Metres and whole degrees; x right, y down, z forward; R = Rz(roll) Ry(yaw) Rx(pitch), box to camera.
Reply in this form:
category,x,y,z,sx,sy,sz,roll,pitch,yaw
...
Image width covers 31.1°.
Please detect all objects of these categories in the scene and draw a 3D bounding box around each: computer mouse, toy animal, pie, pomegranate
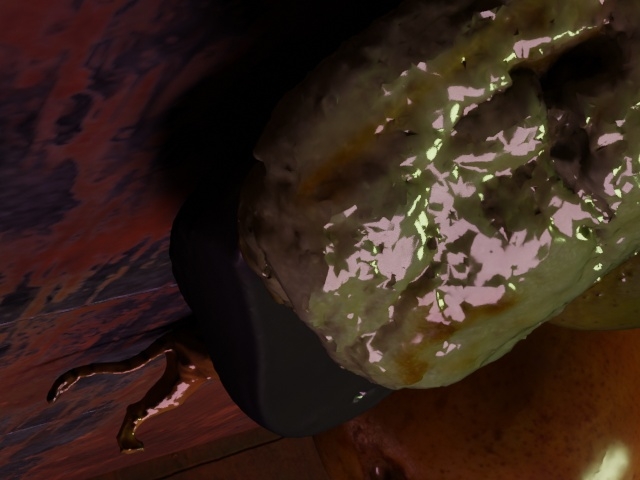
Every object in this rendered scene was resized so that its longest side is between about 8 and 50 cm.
category,x,y,z,sx,sy,sz,roll,pitch,yaw
computer mouse,0.000,0.000,0.526,0.137,0.086,0.270,-31,155,-17
toy animal,-0.079,0.093,0.884,0.255,0.116,0.114,-3,161,-20
pie,0.094,-0.041,0.390,0.248,0.090,0.201,-39,155,-1
pomegranate,0.118,0.103,0.806,0.264,0.264,0.264,-18,169,-4

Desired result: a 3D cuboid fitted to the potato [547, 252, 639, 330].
category,x,y,z,sx,sy,sz,roll,pitch,yaw
potato,0.207,-0.029,0.596,0.248,0.143,0.169,-25,162,28
